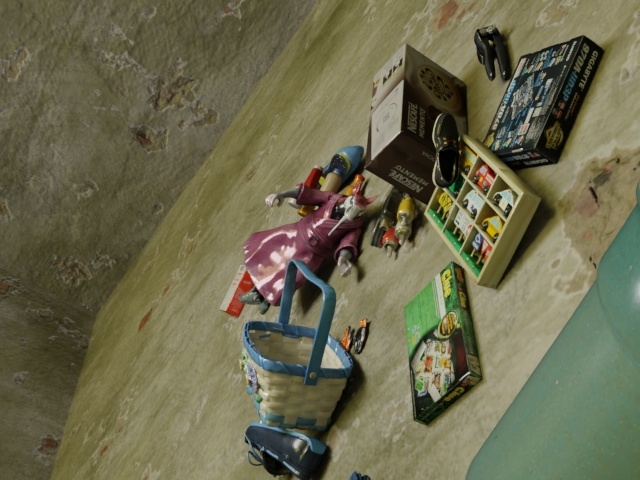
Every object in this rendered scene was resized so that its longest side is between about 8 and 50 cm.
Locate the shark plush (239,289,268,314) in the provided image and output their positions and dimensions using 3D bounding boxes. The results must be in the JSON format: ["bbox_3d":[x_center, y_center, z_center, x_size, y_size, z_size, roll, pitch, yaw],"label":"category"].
[{"bbox_3d":[-0.141,0.128,2.196,0.161,0.067,0.073,-35,32,50],"label":"shark plush"}]

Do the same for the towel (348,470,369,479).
[{"bbox_3d":[0.038,0.438,1.418,0.119,0.029,0.067,-53,23,20],"label":"towel"}]

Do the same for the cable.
[{"bbox_3d":[0.172,-0.081,1.792,0.139,0.072,0.287,115,-179,-45],"label":"cable"}]

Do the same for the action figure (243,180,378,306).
[{"bbox_3d":[0.000,0.000,1.965,0.370,0.248,0.275,-36,-14,25],"label":"action figure"}]

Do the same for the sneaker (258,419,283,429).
[{"bbox_3d":[-0.081,0.339,1.803,0.059,0.053,0.144,-9,63,66],"label":"sneaker"}]

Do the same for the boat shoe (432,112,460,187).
[{"bbox_3d":[0.221,-0.158,1.500,0.042,0.049,0.133,161,115,-71],"label":"boat shoe"}]

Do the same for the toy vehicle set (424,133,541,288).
[{"bbox_3d":[0.262,-0.056,1.449,0.267,0.035,0.166,-116,44,-60],"label":"toy vehicle set"}]

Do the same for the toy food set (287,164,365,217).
[{"bbox_3d":[0.007,-0.118,2.109,0.232,0.111,0.105,-2,59,64],"label":"toy food set"}]

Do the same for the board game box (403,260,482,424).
[{"bbox_3d":[0.194,0.162,1.416,0.136,0.030,0.260,-50,23,33],"label":"board game box"}]

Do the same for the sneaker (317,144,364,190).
[{"bbox_3d":[0.049,-0.175,2.175,0.082,0.069,0.209,-34,-5,-31],"label":"sneaker"}]

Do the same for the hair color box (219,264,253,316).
[{"bbox_3d":[-0.226,0.139,2.418,0.141,0.043,0.072,-65,21,-8],"label":"hair color box"}]

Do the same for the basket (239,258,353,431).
[{"bbox_3d":[-0.043,0.199,1.650,0.255,0.201,0.289,-143,66,-71],"label":"basket"}]

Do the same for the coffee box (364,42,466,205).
[{"bbox_3d":[0.194,-0.234,1.737,0.119,0.168,0.297,-44,26,39],"label":"coffee box"}]

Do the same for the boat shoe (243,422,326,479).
[{"bbox_3d":[-0.088,0.404,1.656,0.258,0.109,0.089,-18,50,65],"label":"boat shoe"}]

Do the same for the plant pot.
[{"bbox_3d":[0.313,0.171,0.735,0.334,0.341,0.341,-58,19,29],"label":"plant pot"}]

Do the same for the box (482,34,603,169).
[{"bbox_3d":[0.370,-0.230,1.480,0.220,0.051,0.175,-65,20,-11],"label":"box"}]

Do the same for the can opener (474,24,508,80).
[{"bbox_3d":[0.348,-0.374,1.738,0.059,0.073,0.186,-15,38,8],"label":"can opener"}]

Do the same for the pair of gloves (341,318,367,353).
[{"bbox_3d":[0.065,0.195,1.700,0.083,0.010,0.074,-31,41,52],"label":"pair of gloves"}]
